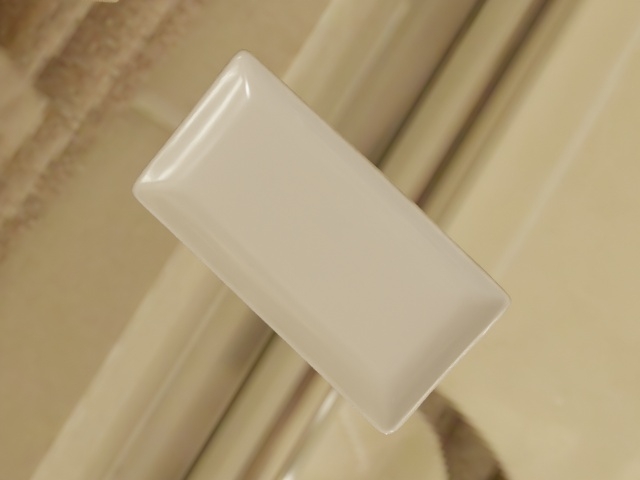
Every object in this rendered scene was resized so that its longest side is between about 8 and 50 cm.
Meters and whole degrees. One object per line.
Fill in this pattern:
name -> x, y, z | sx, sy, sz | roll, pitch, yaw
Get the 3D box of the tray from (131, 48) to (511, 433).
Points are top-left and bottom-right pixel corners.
tray -> 0.000, 0.000, 1.301 | 0.270, 0.145, 0.030 | 44, -162, 9

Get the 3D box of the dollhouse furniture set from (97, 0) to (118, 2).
dollhouse furniture set -> -0.113, -0.193, 0.730 | 0.123, 0.144, 0.151 | 0, 169, -32
